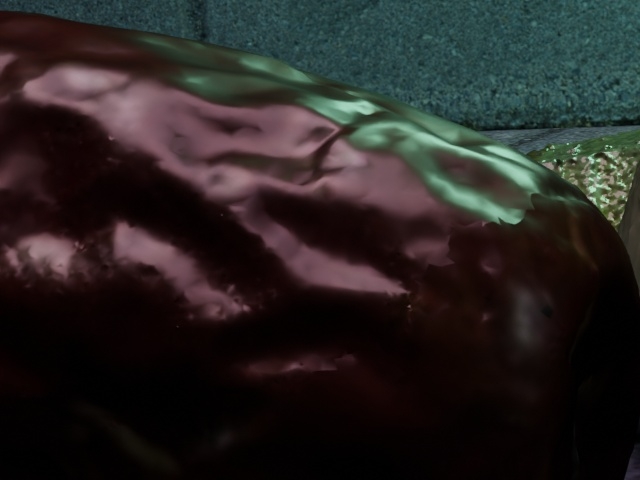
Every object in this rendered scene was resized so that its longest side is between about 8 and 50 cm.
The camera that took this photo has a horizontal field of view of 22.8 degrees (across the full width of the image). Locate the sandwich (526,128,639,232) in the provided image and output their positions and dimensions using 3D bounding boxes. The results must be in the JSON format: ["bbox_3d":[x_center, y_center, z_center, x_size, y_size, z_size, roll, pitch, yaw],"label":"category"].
[{"bbox_3d":[0.202,-0.027,1.134,0.094,0.096,0.258,-14,6,11],"label":"sandwich"}]

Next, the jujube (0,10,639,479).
[{"bbox_3d":[-0.057,0.030,0.539,0.318,0.223,0.223,9,13,25],"label":"jujube"}]

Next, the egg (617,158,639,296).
[{"bbox_3d":[0.281,-0.050,0.696,0.337,0.201,0.337,-9,-8,-1],"label":"egg"}]

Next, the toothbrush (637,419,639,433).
[{"bbox_3d":[0.242,0.079,0.613,0.035,0.042,0.413,-3,4,-43],"label":"toothbrush"}]
